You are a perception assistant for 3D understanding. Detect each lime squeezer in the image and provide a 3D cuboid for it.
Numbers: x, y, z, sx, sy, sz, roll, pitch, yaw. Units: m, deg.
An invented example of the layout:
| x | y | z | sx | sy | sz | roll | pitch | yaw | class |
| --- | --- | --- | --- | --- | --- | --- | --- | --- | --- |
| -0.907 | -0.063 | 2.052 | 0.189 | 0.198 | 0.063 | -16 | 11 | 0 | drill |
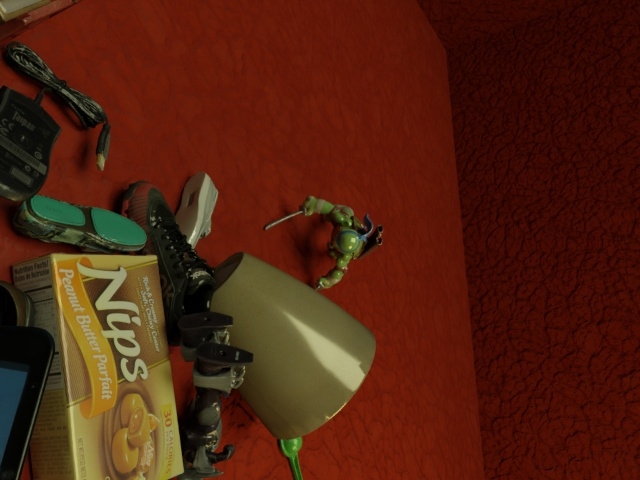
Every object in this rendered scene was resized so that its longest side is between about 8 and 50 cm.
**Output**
| x | y | z | sx | sy | sz | roll | pitch | yaw | class |
| --- | --- | --- | --- | --- | --- | --- | --- | --- | --- |
| -0.033 | 0.377 | 1.225 | 0.059 | 0.110 | 0.310 | -57 | 161 | -74 | lime squeezer |

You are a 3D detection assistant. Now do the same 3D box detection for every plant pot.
| x | y | z | sx | sy | sz | roll | pitch | yaw | class |
| --- | --- | --- | --- | --- | --- | --- | --- | --- | --- |
| -0.087 | 0.157 | 1.095 | 0.274 | 0.256 | 0.256 | 48 | 36 | -17 | plant pot |

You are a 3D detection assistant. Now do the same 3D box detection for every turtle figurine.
| x | y | z | sx | sy | sz | roll | pitch | yaw | class |
| --- | --- | --- | --- | --- | --- | --- | --- | --- | --- |
| 0.000 | 0.000 | 1.437 | 0.198 | 0.274 | 0.266 | 52 | 10 | -1 | turtle figurine |

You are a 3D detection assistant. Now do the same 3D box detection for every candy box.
| x | y | z | sx | sy | sz | roll | pitch | yaw | class |
| --- | --- | --- | --- | --- | --- | --- | --- | --- | --- |
| -0.292 | 0.178 | 0.836 | 0.183 | 0.087 | 0.316 | 4 | 74 | -62 | candy box |

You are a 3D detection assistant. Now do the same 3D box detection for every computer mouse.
| x | y | z | sx | sy | sz | roll | pitch | yaw | class |
| --- | --- | --- | --- | --- | --- | --- | --- | --- | --- |
| -0.378 | -0.128 | 0.848 | 0.184 | 0.060 | 0.262 | 39 | 34 | -43 | computer mouse |

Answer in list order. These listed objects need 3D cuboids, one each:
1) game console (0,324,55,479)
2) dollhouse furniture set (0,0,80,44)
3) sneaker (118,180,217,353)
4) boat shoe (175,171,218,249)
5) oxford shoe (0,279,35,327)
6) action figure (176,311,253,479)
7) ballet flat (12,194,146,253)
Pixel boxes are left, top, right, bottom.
| x | y | z | sx | sy | sz | roll | pitch | yaw | class |
| --- | --- | --- | --- | --- | --- | --- | --- | --- | --- |
| -0.412 | 0.181 | 0.527 | 0.250 | 0.173 | 0.293 | 41 | 44 | -48 | game console |
| -0.456 | -0.266 | 0.656 | 0.201 | 0.152 | 0.374 | 61 | 32 | -27 | dollhouse furniture set |
| -0.228 | 0.034 | 0.967 | 0.097 | 0.135 | 0.276 | -8 | 85 | -60 | sneaker |
| -0.219 | -0.037 | 1.101 | 0.063 | 0.066 | 0.184 | 49 | 29 | -40 | boat shoe |
| -0.367 | 0.152 | 0.686 | 0.096 | 0.083 | 0.227 | 118 | -35 | -67 | oxford shoe |
| -0.165 | 0.248 | 0.930 | 0.185 | 0.099 | 0.285 | -109 | -155 | -52 | action figure |
| -0.334 | -0.015 | 0.867 | 0.188 | 0.070 | 0.070 | 24 | 58 | -48 | ballet flat |
